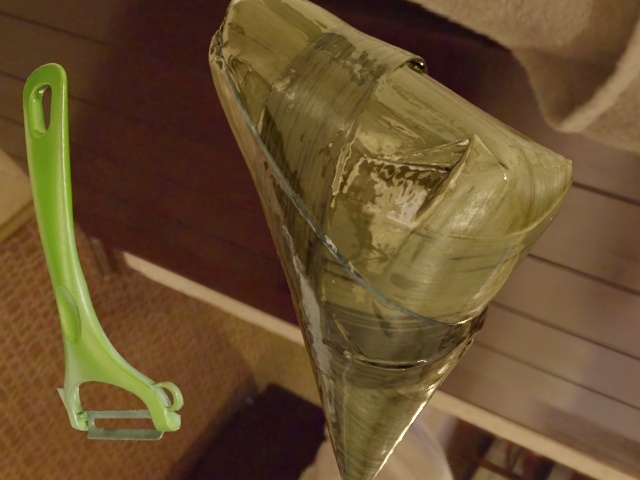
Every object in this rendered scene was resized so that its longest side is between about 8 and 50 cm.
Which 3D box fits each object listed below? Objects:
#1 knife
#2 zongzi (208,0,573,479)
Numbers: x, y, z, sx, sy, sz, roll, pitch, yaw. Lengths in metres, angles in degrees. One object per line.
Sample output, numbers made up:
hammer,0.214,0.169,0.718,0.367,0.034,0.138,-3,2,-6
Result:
knife,-0.103,0.006,0.376,0.022,0.078,0.166,-19,98,-57
zongzi,0.000,0.000,0.514,0.112,0.221,0.242,-10,133,-46
